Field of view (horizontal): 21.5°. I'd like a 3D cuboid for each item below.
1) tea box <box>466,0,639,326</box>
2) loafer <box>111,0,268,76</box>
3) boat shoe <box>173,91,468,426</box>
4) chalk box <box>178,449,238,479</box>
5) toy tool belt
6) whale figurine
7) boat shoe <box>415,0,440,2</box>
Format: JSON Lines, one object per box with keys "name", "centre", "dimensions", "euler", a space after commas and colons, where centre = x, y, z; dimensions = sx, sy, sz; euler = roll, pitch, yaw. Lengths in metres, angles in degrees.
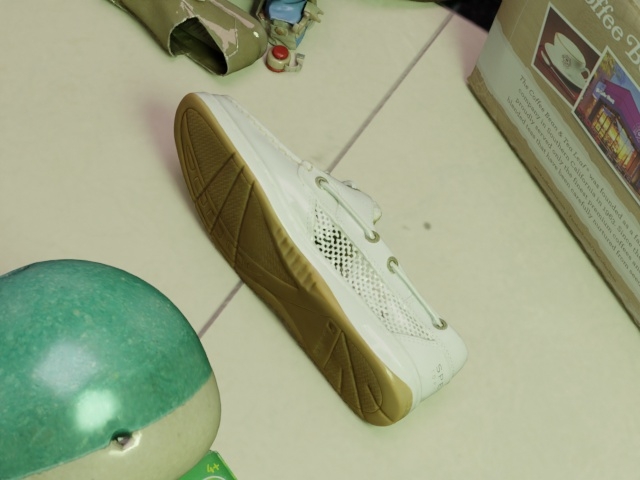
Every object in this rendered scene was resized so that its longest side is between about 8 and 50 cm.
{"name": "tea box", "centre": [0.347, -0.112, 1.278], "dimensions": [0.323, 0.220, 0.329], "euler": [-18, 62, -25]}
{"name": "loafer", "centre": [-0.112, -0.177, 1.309], "dimensions": [0.148, 0.056, 0.050], "euler": [27, 48, 6]}
{"name": "boat shoe", "centre": [0.000, 0.000, 1.195], "dimensions": [0.096, 0.098, 0.277], "euler": [-29, 76, -29]}
{"name": "chalk box", "centre": [-0.093, 0.220, 0.991], "dimensions": [0.132, 0.132, 0.213], "euler": [-27, 67, -28]}
{"name": "toy tool belt", "centre": [-0.025, -0.179, 1.335], "dimensions": [0.052, 0.051, 0.083], "euler": [16, 54, -3]}
{"name": "whale figurine", "centre": [-0.177, 0.080, 0.995], "dimensions": [0.216, 0.272, 0.141], "euler": [-24, 105, -25]}
{"name": "boat shoe", "centre": [0.108, -0.244, 1.413], "dimensions": [0.190, 0.068, 0.072], "euler": [0, 43, -26]}
